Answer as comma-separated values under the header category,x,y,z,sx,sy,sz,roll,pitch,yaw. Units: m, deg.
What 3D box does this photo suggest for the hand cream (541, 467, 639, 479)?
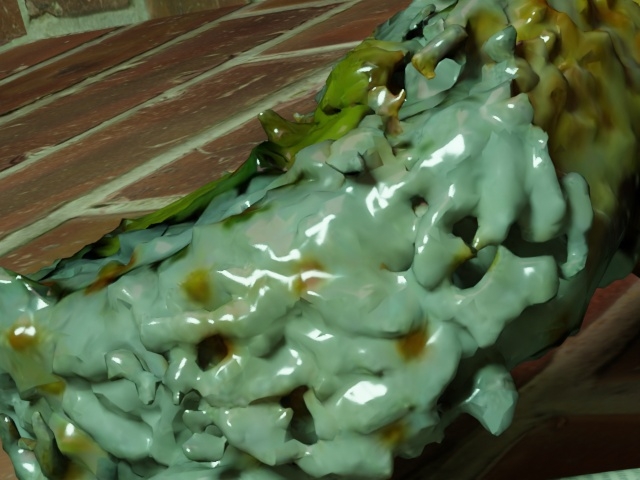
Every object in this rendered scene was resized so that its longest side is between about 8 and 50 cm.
category,x,y,z,sx,sy,sz,roll,pitch,yaw
hand cream,0.106,0.132,0.868,0.276,0.059,0.095,-10,12,3

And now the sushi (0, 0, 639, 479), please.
category,x,y,z,sx,sy,sz,roll,pitch,yaw
sushi,-0.003,0.003,0.981,0.417,0.176,0.417,-34,7,5

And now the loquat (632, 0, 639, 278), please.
category,x,y,z,sx,sy,sz,roll,pitch,yaw
loquat,0.248,-0.068,1.135,0.235,0.235,0.235,-14,14,4
